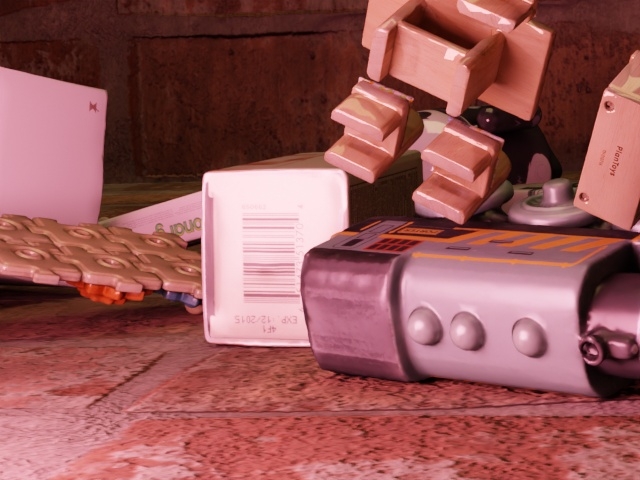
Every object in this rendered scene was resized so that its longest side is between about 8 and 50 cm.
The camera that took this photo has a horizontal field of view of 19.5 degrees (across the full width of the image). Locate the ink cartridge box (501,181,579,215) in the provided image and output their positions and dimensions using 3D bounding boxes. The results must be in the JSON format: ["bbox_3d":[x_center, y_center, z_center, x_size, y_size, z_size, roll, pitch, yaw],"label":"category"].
[{"bbox_3d":[0.294,-0.020,2.096,0.208,0.087,0.153,1,5,36],"label":"ink cartridge box"}]

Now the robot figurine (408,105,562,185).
[{"bbox_3d":[0.197,-0.098,2.501,0.278,0.209,0.173,-7,20,-44],"label":"robot figurine"}]

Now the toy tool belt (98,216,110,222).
[{"bbox_3d":[-0.285,-0.003,2.413,0.083,0.052,0.051,7,-21,44],"label":"toy tool belt"}]

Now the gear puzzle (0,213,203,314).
[{"bbox_3d":[-0.252,0.023,1.699,0.339,0.044,0.175,7,17,-30],"label":"gear puzzle"}]

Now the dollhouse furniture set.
[{"bbox_3d":[0.150,-0.132,1.298,0.242,0.212,0.161,26,42,19],"label":"dollhouse furniture set"}]

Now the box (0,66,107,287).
[{"bbox_3d":[-0.414,-0.064,2.001,0.345,0.215,0.168,0,-6,38],"label":"box"}]

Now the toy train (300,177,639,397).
[{"bbox_3d":[0.146,0.039,1.328,0.334,0.142,0.190,6,23,40],"label":"toy train"}]

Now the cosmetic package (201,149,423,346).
[{"bbox_3d":[0.000,0.000,1.654,0.129,0.153,0.296,0,4,16],"label":"cosmetic package"}]

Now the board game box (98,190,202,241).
[{"bbox_3d":[-0.135,-0.025,2.126,0.305,0.053,0.193,-15,-1,34],"label":"board game box"}]
